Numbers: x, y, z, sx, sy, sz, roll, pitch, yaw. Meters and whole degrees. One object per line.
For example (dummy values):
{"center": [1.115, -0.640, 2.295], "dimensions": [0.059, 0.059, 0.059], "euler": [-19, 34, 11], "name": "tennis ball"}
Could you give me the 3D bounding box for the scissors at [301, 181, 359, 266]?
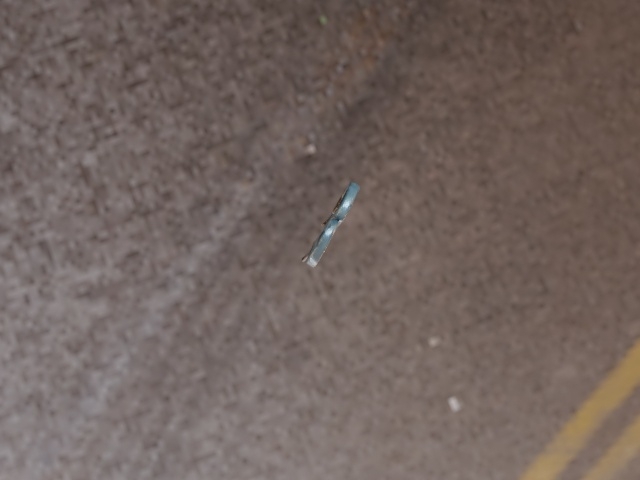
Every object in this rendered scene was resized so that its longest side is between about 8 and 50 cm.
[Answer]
{"center": [0.000, 0.000, 0.713], "dimensions": [0.036, 0.006, 0.083], "euler": [-61, -178, -15], "name": "scissors"}
